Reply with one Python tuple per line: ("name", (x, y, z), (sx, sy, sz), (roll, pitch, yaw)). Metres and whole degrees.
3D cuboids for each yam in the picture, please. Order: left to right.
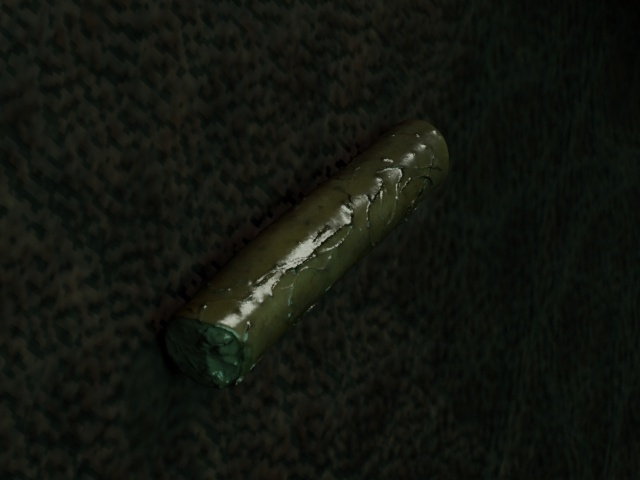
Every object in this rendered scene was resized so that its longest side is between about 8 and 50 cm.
("yam", (0.000, 0.000, 0.638), (0.145, 0.032, 0.032), (-42, 125, -46))
